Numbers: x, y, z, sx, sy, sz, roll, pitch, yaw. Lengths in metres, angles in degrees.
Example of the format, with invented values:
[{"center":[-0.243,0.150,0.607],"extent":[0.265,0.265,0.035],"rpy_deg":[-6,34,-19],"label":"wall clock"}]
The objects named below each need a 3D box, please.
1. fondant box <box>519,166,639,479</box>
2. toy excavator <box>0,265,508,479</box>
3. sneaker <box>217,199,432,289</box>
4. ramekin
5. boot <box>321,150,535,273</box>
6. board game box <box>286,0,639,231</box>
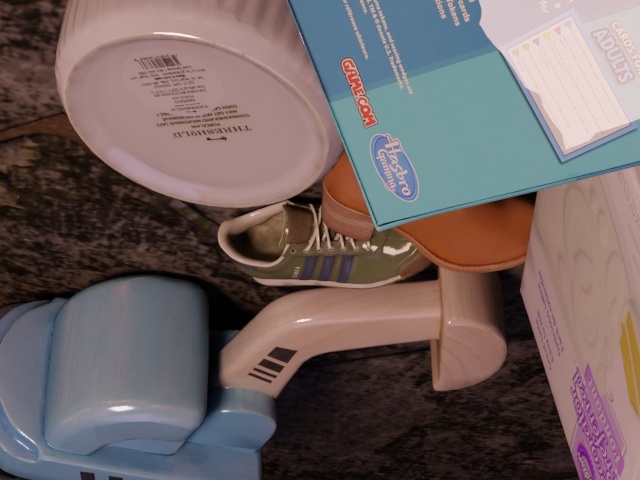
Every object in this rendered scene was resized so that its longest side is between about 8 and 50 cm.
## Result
[{"center":[0.223,0.037,0.931],"extent":[0.096,0.238,0.330],"rpy_deg":[-10,146,-4],"label":"fondant box"},{"center":[-0.097,0.130,1.316],"extent":[0.433,0.222,0.445],"rpy_deg":[13,145,-20],"label":"toy excavator"},{"center":[0.000,0.000,1.156],"extent":[0.192,0.064,0.086],"rpy_deg":[-7,157,29],"label":"sneaker"},{"center":[-0.065,-0.110,0.850],"extent":[0.207,0.109,0.207],"rpy_deg":[10,147,7],"label":"ramekin"},{"center":[0.100,-0.043,1.048],"extent":[0.197,0.073,0.152],"rpy_deg":[5,150,-7],"label":"boot"},{"center":[0.134,-0.164,0.609],"extent":[0.336,0.079,0.253],"rpy_deg":[-13,106,33],"label":"board game box"}]
